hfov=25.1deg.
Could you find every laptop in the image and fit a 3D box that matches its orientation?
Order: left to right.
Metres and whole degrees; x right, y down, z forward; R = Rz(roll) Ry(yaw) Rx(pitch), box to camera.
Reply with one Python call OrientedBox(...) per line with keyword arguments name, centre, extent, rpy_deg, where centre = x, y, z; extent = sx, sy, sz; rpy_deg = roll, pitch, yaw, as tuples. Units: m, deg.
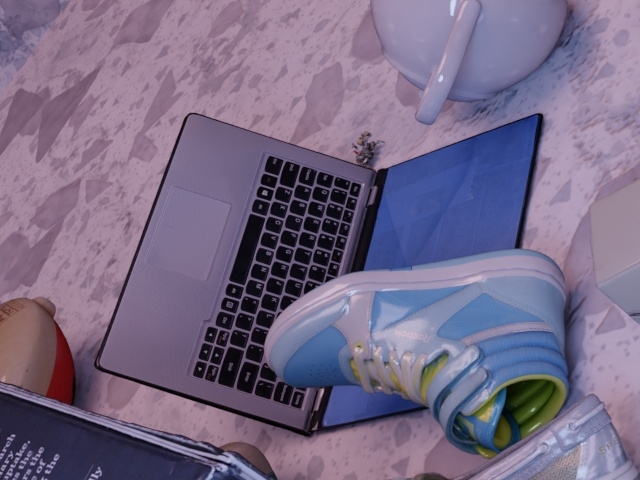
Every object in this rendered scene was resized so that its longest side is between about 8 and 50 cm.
OrientedBox(name="laptop", centre=(0.000, 0.000, 1.658), extent=(0.236, 0.408, 0.382), rpy_deg=(112, 175, -57))

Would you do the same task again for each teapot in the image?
OrientedBox(name="teapot", centre=(0.161, -0.247, 1.719), extent=(0.252, 0.256, 0.187), rpy_deg=(42, 121, 40))

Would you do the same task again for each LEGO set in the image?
OrientedBox(name="LEGO set", centre=(0.056, -0.118, 1.896), extent=(0.054, 0.023, 0.083), rpy_deg=(-52, 31, 1))

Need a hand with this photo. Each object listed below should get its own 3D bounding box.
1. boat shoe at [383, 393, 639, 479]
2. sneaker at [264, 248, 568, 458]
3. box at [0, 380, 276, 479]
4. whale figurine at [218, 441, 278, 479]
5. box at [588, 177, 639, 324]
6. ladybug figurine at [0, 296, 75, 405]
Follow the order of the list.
OrientedBox(name="boat shoe", centre=(0.134, 0.231, 1.313), extent=(0.320, 0.103, 0.118), rpy_deg=(-24, -2, 33))
OrientedBox(name="sneaker", centre=(0.095, 0.132, 1.419), extent=(0.319, 0.127, 0.208), rpy_deg=(-16, 45, 13))
OrientedBox(name="box", centre=(-0.100, 0.361, 1.166), extent=(0.472, 0.480, 0.297), rpy_deg=(7, 63, 55))
OrientedBox(name="whale figurine", centre=(-0.147, 0.326, 1.611), extent=(0.216, 0.141, 0.272), rpy_deg=(-22, -8, -39))
OrientedBox(name="box", centre=(0.383, -0.030, 1.305), extent=(0.275, 0.094, 0.113), rpy_deg=(-30, 37, 33))
OrientedBox(name="ladybug figurine", centre=(-0.492, 0.289, 2.068), extent=(0.449, 0.162, 0.305), rpy_deg=(-59, 31, -9))
